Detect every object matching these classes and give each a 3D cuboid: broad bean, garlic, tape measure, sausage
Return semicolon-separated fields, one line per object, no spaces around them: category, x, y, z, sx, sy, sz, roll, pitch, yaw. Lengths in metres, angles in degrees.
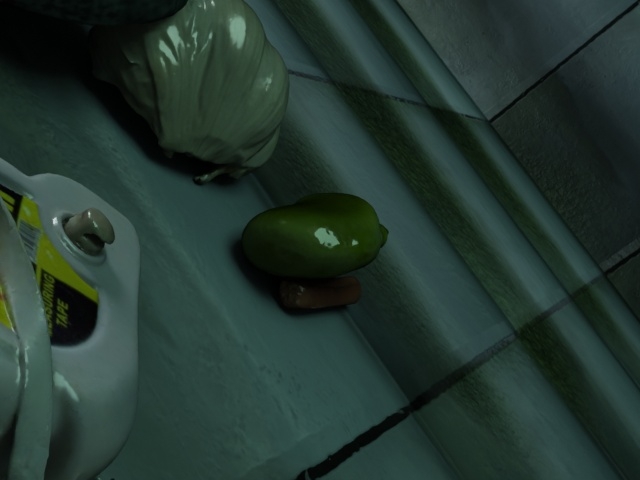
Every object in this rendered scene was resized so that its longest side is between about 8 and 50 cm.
broad bean;0.000;0.000;0.889;0.174;0.124;0.082;-35;126;-67
garlic;-0.107;-0.163;0.896;0.229;0.143;0.178;38;22;-50
tape measure;-0.181;0.029;0.462;0.197;0.120;0.236;43;17;-33
sausage;0.004;0.053;0.907;0.147;0.035;0.030;1;86;-61

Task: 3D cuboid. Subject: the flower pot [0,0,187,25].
flower pot;-0.186;-0.362;0.748;0.299;0.283;0.299;13;35;-9
